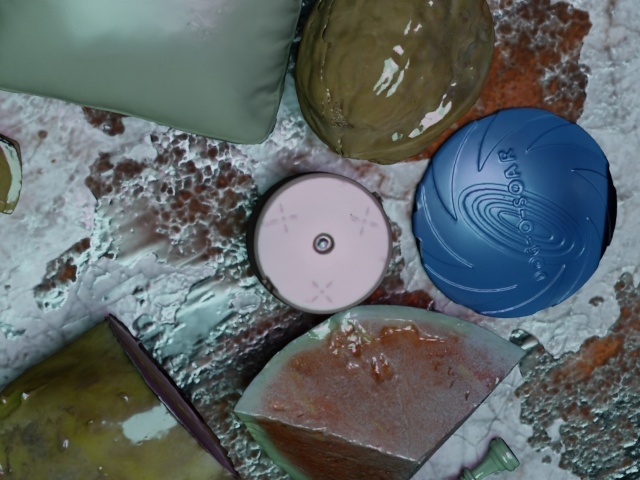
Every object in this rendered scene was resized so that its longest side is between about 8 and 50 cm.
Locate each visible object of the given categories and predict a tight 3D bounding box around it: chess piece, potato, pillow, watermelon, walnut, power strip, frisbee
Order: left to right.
[{"bbox_3d":[-0.255,0.226,1.617,0.266,0.229,0.229,-38,109,2],"label":"potato"},{"bbox_3d":[-0.174,-0.241,1.554,0.322,0.120,0.255,10,106,-16],"label":"pillow"},{"bbox_3d":[0.000,0.000,1.668,0.154,0.078,0.154,0,91,-9],"label":"power strip"},{"bbox_3d":[0.051,0.181,1.696,0.260,0.176,0.256,25,102,0],"label":"watermelon"},{"bbox_3d":[0.074,-0.190,1.588,0.198,0.198,0.245,31,77,-19],"label":"walnut"},{"bbox_3d":[0.181,0.268,1.815,0.093,0.042,0.042,-36,109,3],"label":"chess piece"},{"bbox_3d":[0.221,-0.026,1.747,0.242,0.045,0.242,-4,106,-13],"label":"frisbee"}]

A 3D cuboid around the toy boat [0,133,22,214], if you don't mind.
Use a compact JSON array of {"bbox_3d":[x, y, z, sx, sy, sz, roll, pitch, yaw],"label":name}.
[{"bbox_3d":[-0.444,-0.100,1.541,0.321,0.089,0.121,24,99,-19],"label":"toy boat"}]
